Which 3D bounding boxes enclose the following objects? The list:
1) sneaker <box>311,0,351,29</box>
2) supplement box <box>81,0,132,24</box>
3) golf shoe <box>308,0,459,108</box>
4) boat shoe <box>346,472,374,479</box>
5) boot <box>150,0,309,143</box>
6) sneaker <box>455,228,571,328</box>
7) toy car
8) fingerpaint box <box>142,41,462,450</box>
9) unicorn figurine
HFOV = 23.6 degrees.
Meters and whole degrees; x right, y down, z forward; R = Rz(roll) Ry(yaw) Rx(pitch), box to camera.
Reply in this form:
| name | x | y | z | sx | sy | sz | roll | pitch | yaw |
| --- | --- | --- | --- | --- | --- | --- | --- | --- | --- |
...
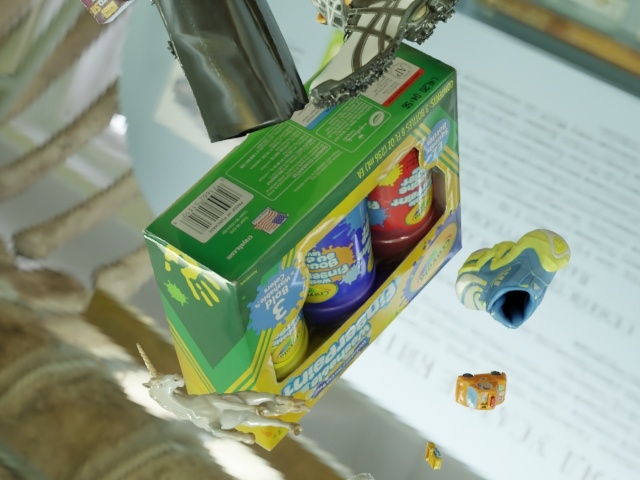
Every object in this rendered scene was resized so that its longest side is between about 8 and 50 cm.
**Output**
| name | x | y | z | sx | sy | sz | roll | pitch | yaw |
| --- | --- | --- | --- | --- | --- | --- | --- | --- | --- |
| sneaker | 0.020 | -0.407 | 2.459 | 0.083 | 0.084 | 0.215 | 4 | 149 | 13 |
| supplement box | -0.305 | -0.348 | 2.114 | 0.083 | 0.055 | 0.043 | 51 | -158 | -2 |
| golf shoe | 0.048 | -0.216 | 1.569 | 0.094 | 0.198 | 0.077 | 47 | 164 | 4 |
| boat shoe | 0.054 | 0.390 | 2.121 | 0.066 | 0.184 | 0.063 | -11 | -125 | -23 |
| boot | -0.124 | -0.357 | 1.856 | 0.445 | 0.146 | 0.367 | 62 | -151 | -6 |
| sneaker | 0.239 | 0.069 | 2.088 | 0.091 | 0.126 | 0.240 | 37 | 147 | -7 |
| toy car | 0.159 | 0.194 | 1.611 | 0.060 | 0.122 | 0.040 | 14 | -162 | -21 |
| fingerpaint box | 0.000 | 0.000 | 2.046 | 0.163 | 0.445 | 0.371 | 31 | 149 | 27 |
| unicorn figurine | -0.089 | 0.153 | 1.412 | 0.111 | 0.060 | 0.162 | 10 | 168 | 35 |
